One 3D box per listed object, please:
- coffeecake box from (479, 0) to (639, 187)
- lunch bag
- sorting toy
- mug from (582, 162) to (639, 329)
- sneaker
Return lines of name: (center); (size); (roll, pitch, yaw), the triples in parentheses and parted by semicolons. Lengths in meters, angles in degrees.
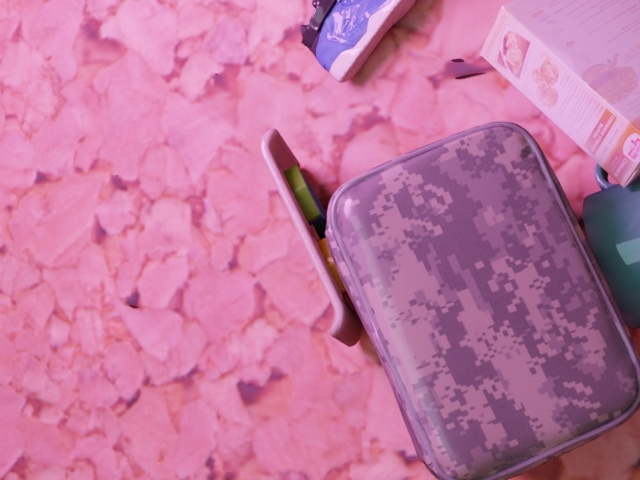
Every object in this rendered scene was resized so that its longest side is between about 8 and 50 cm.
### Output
coffeecake box: (0.264, -0.158, 1.190); (0.185, 0.142, 0.068); (46, 147, 18)
lunch bag: (0.140, 0.060, 1.206); (0.212, 0.256, 0.305); (-24, 82, -3)
sorting toy: (0.000, 0.000, 1.316); (0.038, 0.193, 0.208); (-21, 80, 3)
mug: (0.303, -0.008, 1.184); (0.097, 0.129, 0.158); (-20, 95, 23)
sneaker: (0.039, -0.246, 1.353); (0.084, 0.058, 0.152); (45, 117, 10)
